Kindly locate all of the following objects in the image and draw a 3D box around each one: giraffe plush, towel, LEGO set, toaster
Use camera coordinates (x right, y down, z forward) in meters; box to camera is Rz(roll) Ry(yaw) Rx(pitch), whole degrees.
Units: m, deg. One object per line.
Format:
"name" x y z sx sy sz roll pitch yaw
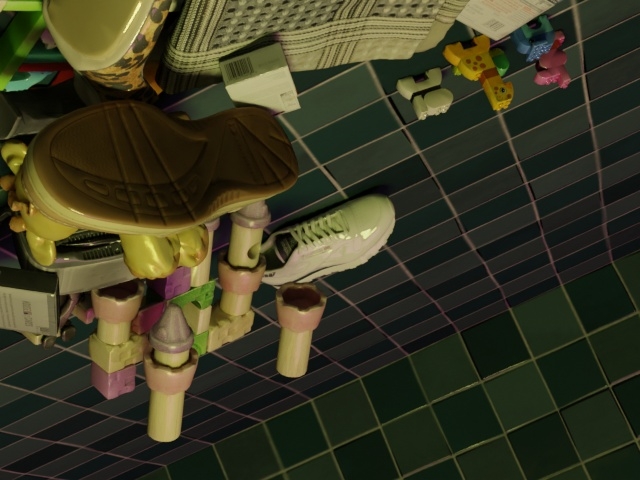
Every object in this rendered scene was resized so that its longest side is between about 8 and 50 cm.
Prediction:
"giraffe plush" -0.233 -0.045 1.453 0.171 0.181 0.210 -6 170 25
"towel" 0.028 -0.234 1.305 0.324 0.056 0.312 -12 160 -25
"LEGO set" 0.218 -0.198 1.710 0.227 0.093 0.087 -19 162 -14
"toaster" -0.261 -0.015 1.592 0.227 0.129 0.146 -16 164 -19

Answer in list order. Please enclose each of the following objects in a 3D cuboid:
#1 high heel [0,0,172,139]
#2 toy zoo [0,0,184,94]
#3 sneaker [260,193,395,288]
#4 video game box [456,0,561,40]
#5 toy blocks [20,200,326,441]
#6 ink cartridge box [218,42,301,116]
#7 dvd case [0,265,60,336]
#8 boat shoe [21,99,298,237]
"high heel" -0.157 -0.179 1.228 0.261 0.093 0.186 -38 167 36
"toy zoo" -0.215 -0.179 1.324 0.293 0.030 0.192 -7 156 -41
"sneaker" 0.000 0.000 2.049 0.235 0.090 0.095 -30 152 18
"video game box" 0.217 -0.296 1.498 0.187 0.048 0.205 -28 162 24
"toy blocks" -0.186 0.039 1.787 0.289 0.309 0.260 -24 134 -40
"ink cartridge box" -0.057 -0.150 1.373 0.063 0.029 0.115 -18 165 1
"dvd case" -0.412 0.056 1.579 0.239 0.029 0.179 9 161 -7
"boat shoe" -0.154 -0.052 1.282 0.110 0.121 0.341 -25 170 32
